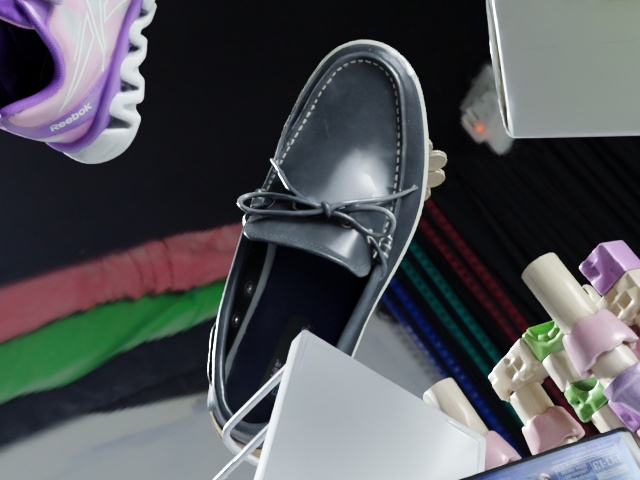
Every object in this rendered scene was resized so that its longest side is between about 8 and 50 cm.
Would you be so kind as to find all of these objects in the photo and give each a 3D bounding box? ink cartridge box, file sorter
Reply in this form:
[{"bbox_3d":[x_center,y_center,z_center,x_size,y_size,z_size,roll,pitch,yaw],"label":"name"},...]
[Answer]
[{"bbox_3d":[0.258,-0.153,0.624,0.283,0.207,0.117,-29,-65,-48],"label":"ink cartridge box"},{"bbox_3d":[-0.003,0.257,0.779,0.173,0.192,0.278,-48,16,37],"label":"file sorter"}]

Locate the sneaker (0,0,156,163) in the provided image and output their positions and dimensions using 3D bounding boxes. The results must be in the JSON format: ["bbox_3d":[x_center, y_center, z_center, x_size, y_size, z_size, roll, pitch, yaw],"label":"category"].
[{"bbox_3d":[-0.150,-0.160,0.586,0.104,0.095,0.237,-7,-65,-54],"label":"sneaker"}]

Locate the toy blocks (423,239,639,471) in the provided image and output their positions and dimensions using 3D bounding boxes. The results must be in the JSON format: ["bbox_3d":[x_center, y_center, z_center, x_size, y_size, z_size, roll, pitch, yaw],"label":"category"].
[{"bbox_3d":[0.335,0.173,1.075,0.308,0.260,0.289,-10,-37,-37],"label":"toy blocks"}]

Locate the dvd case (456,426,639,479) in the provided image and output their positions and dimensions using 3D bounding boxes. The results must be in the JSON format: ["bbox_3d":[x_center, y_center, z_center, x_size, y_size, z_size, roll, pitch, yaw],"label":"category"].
[{"bbox_3d":[0.118,0.218,0.430,0.180,0.253,0.022,-13,-32,-16],"label":"dvd case"}]

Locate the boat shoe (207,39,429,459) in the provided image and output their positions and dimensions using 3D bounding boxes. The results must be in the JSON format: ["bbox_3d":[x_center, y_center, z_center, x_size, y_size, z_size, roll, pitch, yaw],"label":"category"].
[{"bbox_3d":[0.000,0.000,1.100,0.156,0.186,0.500,70,-141,-76],"label":"boat shoe"}]

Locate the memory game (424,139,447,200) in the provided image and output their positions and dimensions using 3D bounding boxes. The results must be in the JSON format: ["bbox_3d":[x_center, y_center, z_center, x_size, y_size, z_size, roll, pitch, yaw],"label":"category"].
[{"bbox_3d":[0.077,-0.083,1.302,0.186,0.012,0.186,-7,-32,-4],"label":"memory game"}]
